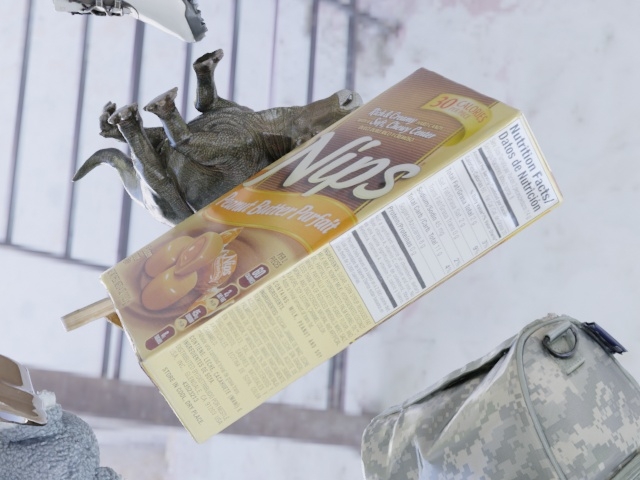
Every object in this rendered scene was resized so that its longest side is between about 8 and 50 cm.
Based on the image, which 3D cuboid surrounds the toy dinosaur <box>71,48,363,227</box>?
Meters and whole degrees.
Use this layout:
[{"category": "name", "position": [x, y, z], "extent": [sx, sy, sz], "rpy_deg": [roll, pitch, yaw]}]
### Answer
[{"category": "toy dinosaur", "position": [-0.115, -0.067, 1.154], "extent": [0.313, 0.121, 0.160], "rpy_deg": [-22, 112, 29]}]

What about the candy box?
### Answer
[{"category": "candy box", "position": [0.000, 0.000, 0.967], "extent": [0.316, 0.087, 0.183], "rpy_deg": [-34, -154, -6]}]

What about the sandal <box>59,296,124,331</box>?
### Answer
[{"category": "sandal", "position": [-0.273, 0.110, 1.839], "extent": [0.088, 0.079, 0.240], "rpy_deg": [-22, -178, 33]}]

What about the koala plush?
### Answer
[{"category": "koala plush", "position": [-0.313, 0.235, 1.302], "extent": [0.221, 0.203, 0.196], "rpy_deg": [-15, 118, 24]}]

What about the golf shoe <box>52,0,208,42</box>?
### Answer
[{"category": "golf shoe", "position": [-0.199, -0.231, 1.196], "extent": [0.198, 0.094, 0.077], "rpy_deg": [36, 167, 1]}]

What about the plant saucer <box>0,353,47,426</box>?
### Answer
[{"category": "plant saucer", "position": [-0.316, 0.077, 0.863], "extent": [0.278, 0.041, 0.278], "rpy_deg": [12, 166, 3]}]

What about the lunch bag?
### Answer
[{"category": "lunch bag", "position": [0.195, 0.235, 1.264], "extent": [0.212, 0.256, 0.305], "rpy_deg": [-27, 172, -43]}]
